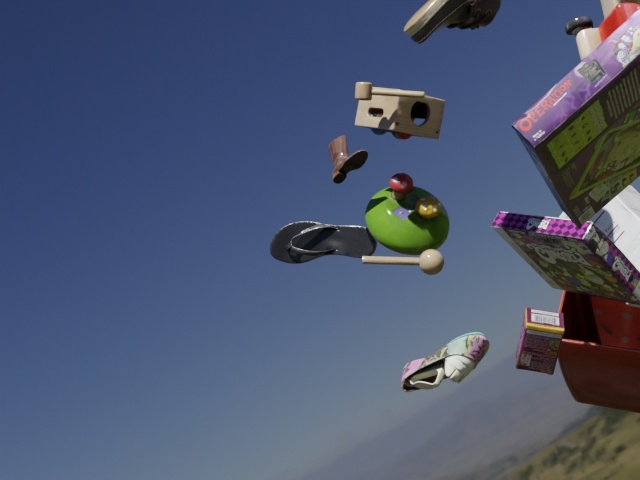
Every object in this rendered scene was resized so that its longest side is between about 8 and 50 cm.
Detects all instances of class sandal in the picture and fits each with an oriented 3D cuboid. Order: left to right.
[{"bbox_3d":[0.000,-0.001,2.271,0.254,0.097,0.054,-5,-7,18],"label":"sandal"}]

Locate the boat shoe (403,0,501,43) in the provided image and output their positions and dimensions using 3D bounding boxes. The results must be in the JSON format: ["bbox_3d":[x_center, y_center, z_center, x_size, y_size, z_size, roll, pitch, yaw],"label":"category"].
[{"bbox_3d":[0.249,-0.389,1.608,0.285,0.092,0.103,-42,8,-32],"label":"boat shoe"}]

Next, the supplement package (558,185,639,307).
[{"bbox_3d":[0.597,0.004,1.922,0.139,0.244,0.134,12,-58,-38],"label":"supplement package"}]

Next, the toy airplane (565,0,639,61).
[{"bbox_3d":[0.710,-0.391,2.222,0.272,0.386,0.384,-16,24,14],"label":"toy airplane"}]

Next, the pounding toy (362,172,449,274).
[{"bbox_3d":[0.187,-0.053,2.064,0.182,0.237,0.110,11,-42,0],"label":"pounding toy"}]

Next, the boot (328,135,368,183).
[{"bbox_3d":[0.056,-0.189,2.094,0.037,0.114,0.106,30,-53,-30],"label":"boot"}]

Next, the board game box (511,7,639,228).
[{"bbox_3d":[0.364,-0.141,1.250,0.208,0.056,0.347,-38,-26,9],"label":"board game box"}]

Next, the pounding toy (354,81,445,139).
[{"bbox_3d":[0.145,-0.254,1.987,0.206,0.094,0.181,6,6,-36],"label":"pounding toy"}]

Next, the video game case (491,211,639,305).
[{"bbox_3d":[0.445,0.030,1.766,0.042,0.210,0.232,-57,30,-13],"label":"video game case"}]

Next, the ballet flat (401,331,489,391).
[{"bbox_3d":[0.247,0.256,1.992,0.221,0.077,0.079,-30,28,39],"label":"ballet flat"}]

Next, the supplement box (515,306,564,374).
[{"bbox_3d":[0.310,0.143,1.408,0.043,0.054,0.083,-74,-8,-56],"label":"supplement box"}]

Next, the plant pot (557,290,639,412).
[{"bbox_3d":[0.648,0.218,2.130,0.267,0.267,0.236,-63,-27,-44],"label":"plant pot"}]
